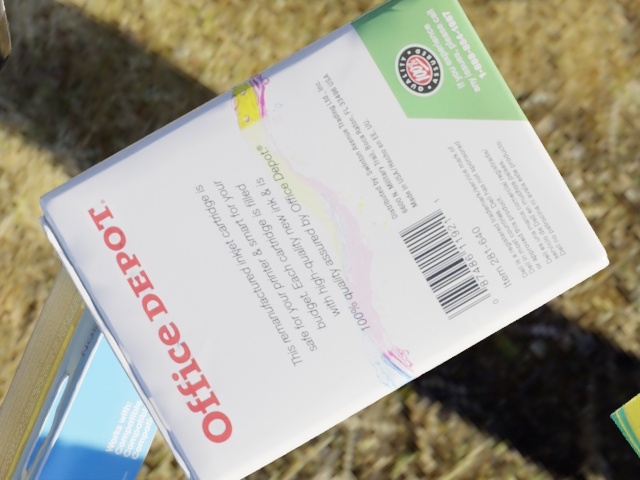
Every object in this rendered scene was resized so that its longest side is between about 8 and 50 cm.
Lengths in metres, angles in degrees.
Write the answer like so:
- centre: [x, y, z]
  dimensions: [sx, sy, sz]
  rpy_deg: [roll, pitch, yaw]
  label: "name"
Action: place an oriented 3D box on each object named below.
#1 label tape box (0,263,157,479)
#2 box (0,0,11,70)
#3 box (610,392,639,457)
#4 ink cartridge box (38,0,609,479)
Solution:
- centre: [-0.200, 0.152, 1.650]
  dimensions: [0.115, 0.348, 0.249]
  rpy_deg: [23, 90, -15]
  label: "label tape box"
- centre: [-0.382, -0.082, 1.128]
  dimensions: [0.294, 0.183, 0.296]
  rpy_deg: [28, 77, -1]
  label: "box"
- centre: [0.274, 0.158, 1.218]
  dimensions: [0.105, 0.043, 0.179]
  rpy_deg: [-25, 76, -44]
  label: "box"
- centre: [0.000, 0.000, 1.164]
  dimensions: [0.278, 0.117, 0.201]
  rpy_deg: [-30, 86, -3]
  label: "ink cartridge box"
